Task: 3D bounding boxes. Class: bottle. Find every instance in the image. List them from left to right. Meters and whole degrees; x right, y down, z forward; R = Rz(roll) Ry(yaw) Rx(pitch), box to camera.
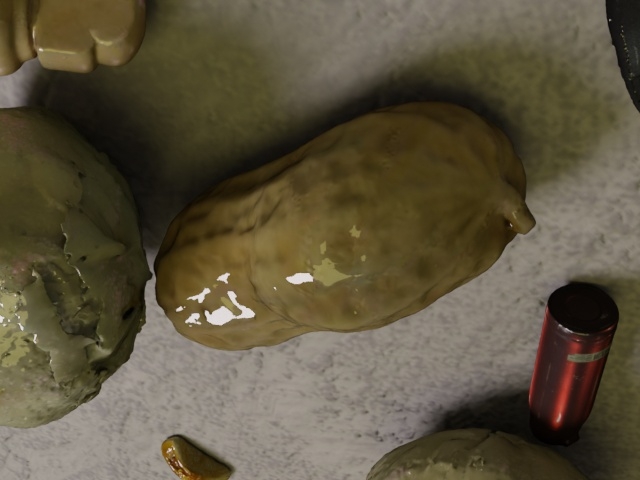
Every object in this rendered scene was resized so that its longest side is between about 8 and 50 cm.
[{"bbox_3d":[0.207,0.111,0.701,0.060,0.060,0.164,5,133,10],"label":"bottle"}]

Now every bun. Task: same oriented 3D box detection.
[{"bbox_3d":[-0.196,0.016,0.609,0.141,0.239,0.239,-7,133,-8],"label":"bun"},{"bbox_3d":[0.159,0.260,0.781,0.259,0.152,0.259,3,150,2],"label":"bun"}]

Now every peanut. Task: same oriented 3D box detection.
[{"bbox_3d":[-0.001,0.000,0.587,0.291,0.159,0.143,-18,87,28],"label":"peanut"}]

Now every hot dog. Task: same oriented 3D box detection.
[{"bbox_3d":[-0.144,0.258,0.938,0.090,0.034,0.030,40,128,-20],"label":"hot dog"}]

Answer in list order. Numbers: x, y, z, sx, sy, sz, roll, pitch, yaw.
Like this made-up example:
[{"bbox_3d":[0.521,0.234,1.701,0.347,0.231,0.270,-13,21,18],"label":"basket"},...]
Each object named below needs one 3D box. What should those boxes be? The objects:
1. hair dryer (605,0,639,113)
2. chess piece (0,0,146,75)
[{"bbox_3d":[0.211,-0.152,0.470,0.195,0.075,0.219,-8,140,9],"label":"hair dryer"},{"bbox_3d":[-0.311,-0.159,0.517,0.396,0.117,0.117,3,134,-11],"label":"chess piece"}]
